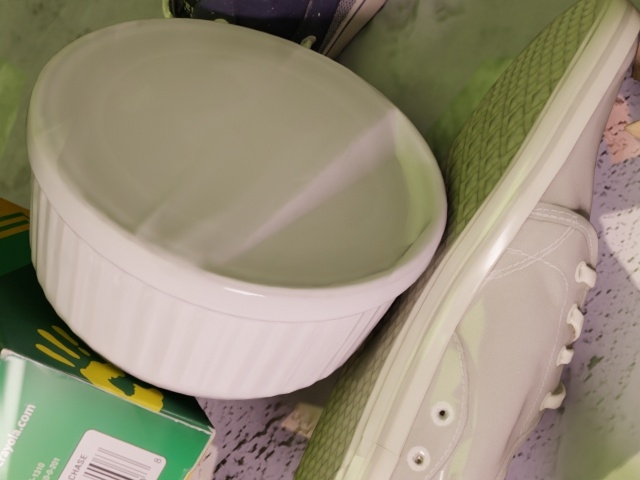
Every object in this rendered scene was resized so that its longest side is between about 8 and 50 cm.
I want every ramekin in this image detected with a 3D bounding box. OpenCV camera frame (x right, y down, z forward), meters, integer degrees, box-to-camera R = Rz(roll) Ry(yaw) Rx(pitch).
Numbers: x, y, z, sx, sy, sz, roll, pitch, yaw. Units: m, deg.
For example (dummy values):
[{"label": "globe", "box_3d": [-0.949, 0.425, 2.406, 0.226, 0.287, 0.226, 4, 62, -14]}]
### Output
[{"label": "ramekin", "box_3d": [-0.064, -0.016, 0.971, 0.273, 0.273, 0.127, 47, 135, 30]}]

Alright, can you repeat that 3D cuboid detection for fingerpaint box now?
[{"label": "fingerpaint box", "box_3d": [-0.298, 0.215, 1.081, 0.445, 0.163, 0.371, -59, 28, 8]}]

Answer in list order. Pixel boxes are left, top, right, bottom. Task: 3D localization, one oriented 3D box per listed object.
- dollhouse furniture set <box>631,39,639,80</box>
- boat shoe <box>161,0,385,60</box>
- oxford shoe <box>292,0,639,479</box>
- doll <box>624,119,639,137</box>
[{"label": "dollhouse furniture set", "box_3d": [0.266, -0.135, 0.904, 0.151, 0.123, 0.144, 20, 116, 20]}, {"label": "boat shoe", "box_3d": [-0.082, -0.134, 1.119, 0.127, 0.158, 0.340, 37, 99, 32]}, {"label": "oxford shoe", "box_3d": [0.112, 0.048, 0.992, 0.130, 0.169, 0.449, 26, 85, -9]}, {"label": "doll", "box_3d": [0.254, 0.002, 0.935, 0.129, 0.046, 0.189, -28, 84, 54]}]
